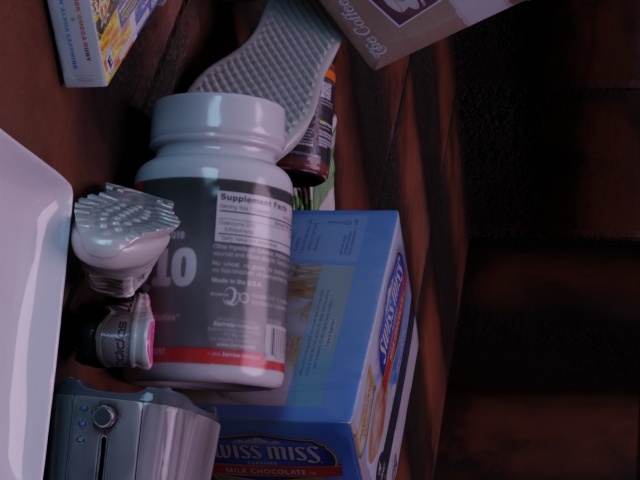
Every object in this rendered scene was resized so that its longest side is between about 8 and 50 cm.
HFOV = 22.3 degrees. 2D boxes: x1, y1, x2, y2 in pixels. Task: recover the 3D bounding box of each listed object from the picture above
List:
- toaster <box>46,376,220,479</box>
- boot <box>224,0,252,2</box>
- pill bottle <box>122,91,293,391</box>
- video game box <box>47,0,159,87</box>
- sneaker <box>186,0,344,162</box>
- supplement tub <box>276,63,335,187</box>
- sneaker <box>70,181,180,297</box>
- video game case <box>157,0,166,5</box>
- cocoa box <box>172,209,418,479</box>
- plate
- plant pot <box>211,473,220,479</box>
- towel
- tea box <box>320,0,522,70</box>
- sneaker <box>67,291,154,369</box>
[{"bbox_3d":[-0.168,0.210,1.469,0.227,0.129,0.146,51,46,-75],"label":"toaster"},{"bbox_3d":[-0.107,-0.351,1.805,0.258,0.095,0.123,49,37,-84],"label":"boot"},{"bbox_3d":[-0.110,0.005,1.621,0.161,0.161,0.283,38,53,-75],"label":"pill bottle"},{"bbox_3d":[-0.198,-0.267,1.462,0.205,0.048,0.187,-72,157,-53],"label":"video game box"},{"bbox_3d":[-0.073,-0.147,1.872,0.366,0.135,0.150,-55,174,-45],"label":"sneaker"},{"bbox_3d":[-0.035,-0.173,2.084,0.106,0.106,0.197,48,45,-73],"label":"supplement tub"},{"bbox_3d":[-0.178,0.010,1.447,0.235,0.090,0.094,-64,174,-83],"label":"sneaker"},{"bbox_3d":[-0.119,-0.368,1.591,0.227,0.026,0.206,139,-39,-62],"label":"video game case"},{"bbox_3d":[-0.031,0.153,1.837,0.347,0.231,0.228,-74,160,-48],"label":"cocoa box"},{"bbox_3d":[-0.261,0.055,1.205,0.278,0.045,0.277,50,43,-72],"label":"plate"},{"bbox_3d":[-0.126,0.320,1.628,0.165,0.167,0.167,66,26,-44],"label":"plant pot"},{"bbox_3d":[0.000,0.000,2.425,0.248,0.038,0.324,-68,156,-61],"label":"towel"},{"bbox_3d":[0.063,-0.440,1.885,0.329,0.220,0.323,48,28,-42],"label":"tea box"},{"bbox_3d":[-0.194,0.081,1.485,0.170,0.075,0.063,-144,-121,-77],"label":"sneaker"}]
